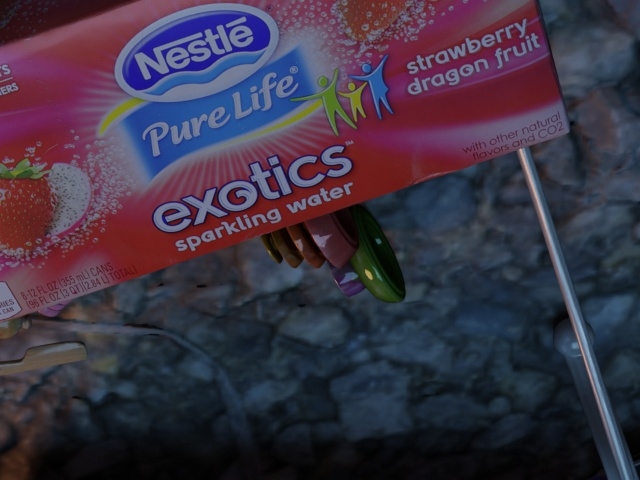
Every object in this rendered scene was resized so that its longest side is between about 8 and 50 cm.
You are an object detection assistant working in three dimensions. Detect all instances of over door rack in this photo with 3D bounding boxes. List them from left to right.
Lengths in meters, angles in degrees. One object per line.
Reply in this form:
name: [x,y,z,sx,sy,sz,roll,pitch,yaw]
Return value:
over door rack: [0.223,0.003,0.869,0.239,0.108,0.324,-18,120,5]

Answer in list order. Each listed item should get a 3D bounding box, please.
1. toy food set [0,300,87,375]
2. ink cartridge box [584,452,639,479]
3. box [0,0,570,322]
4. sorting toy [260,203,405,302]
toy food set: [-0.148,0.007,0.850,0.078,0.019,0.122,-10,123,-3]
ink cartridge box: [0.241,0.200,0.983,0.208,0.206,0.045,-25,172,11]
box: [-0.046,-0.083,0.724,0.257,0.122,0.128,-18,130,4]
sorting toy: [0.000,0.000,0.845,0.042,0.061,0.102,-27,148,13]
